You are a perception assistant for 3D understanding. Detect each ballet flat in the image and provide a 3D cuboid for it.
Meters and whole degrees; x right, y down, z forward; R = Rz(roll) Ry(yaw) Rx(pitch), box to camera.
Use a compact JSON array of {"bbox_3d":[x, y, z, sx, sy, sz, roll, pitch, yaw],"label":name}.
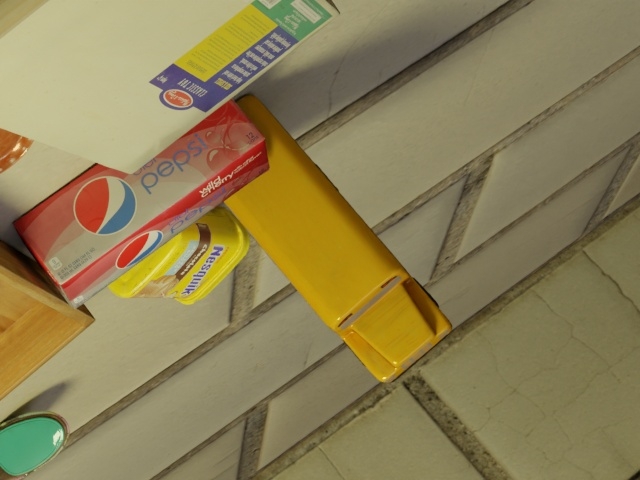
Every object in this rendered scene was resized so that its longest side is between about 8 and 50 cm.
[{"bbox_3d":[-0.417,0.288,2.107,0.221,0.077,0.079,-37,-178,7],"label":"ballet flat"}]

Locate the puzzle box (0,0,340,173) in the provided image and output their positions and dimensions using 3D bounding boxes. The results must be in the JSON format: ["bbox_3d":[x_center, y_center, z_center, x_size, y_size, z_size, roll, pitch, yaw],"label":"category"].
[{"bbox_3d":[-0.155,-0.182,1.412,0.272,0.052,0.409,-37,165,9],"label":"puzzle box"}]

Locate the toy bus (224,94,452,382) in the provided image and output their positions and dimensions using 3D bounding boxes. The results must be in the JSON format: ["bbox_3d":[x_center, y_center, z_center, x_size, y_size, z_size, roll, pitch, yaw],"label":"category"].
[{"bbox_3d":[0.000,0.000,1.788,0.108,0.333,0.130,-40,164,1],"label":"toy bus"}]

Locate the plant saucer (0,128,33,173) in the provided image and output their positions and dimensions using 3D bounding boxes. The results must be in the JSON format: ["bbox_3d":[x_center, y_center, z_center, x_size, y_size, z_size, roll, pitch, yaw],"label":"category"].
[{"bbox_3d":[-0.298,-0.085,1.477,0.083,0.013,0.083,-36,164,-12],"label":"plant saucer"}]

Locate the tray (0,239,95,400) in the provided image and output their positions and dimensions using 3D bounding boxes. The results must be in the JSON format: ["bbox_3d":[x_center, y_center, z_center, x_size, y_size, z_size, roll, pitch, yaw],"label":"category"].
[{"bbox_3d":[-0.385,0.083,1.622,0.203,0.076,0.411,-40,163,-1],"label":"tray"}]

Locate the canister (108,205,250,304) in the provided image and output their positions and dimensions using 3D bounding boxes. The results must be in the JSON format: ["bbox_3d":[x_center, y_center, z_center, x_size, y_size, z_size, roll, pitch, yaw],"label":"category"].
[{"bbox_3d":[-0.173,0.016,1.913,0.126,0.073,0.170,-45,161,16],"label":"canister"}]

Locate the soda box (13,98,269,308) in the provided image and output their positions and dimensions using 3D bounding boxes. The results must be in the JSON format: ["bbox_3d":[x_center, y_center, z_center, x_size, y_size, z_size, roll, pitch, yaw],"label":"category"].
[{"bbox_3d":[-0.183,-0.047,1.688,0.263,0.092,0.083,-37,162,-10],"label":"soda box"}]
